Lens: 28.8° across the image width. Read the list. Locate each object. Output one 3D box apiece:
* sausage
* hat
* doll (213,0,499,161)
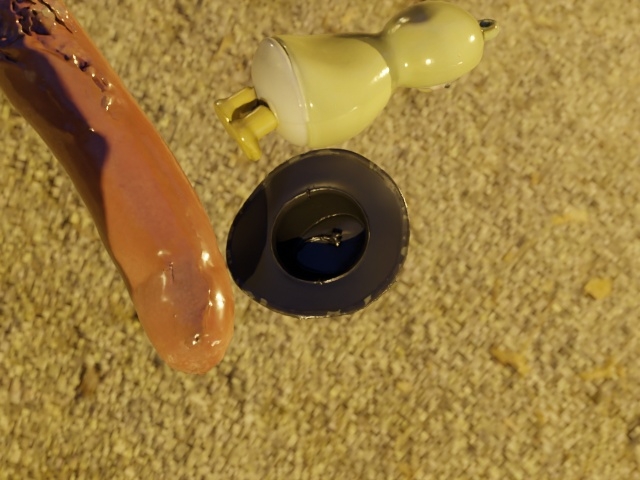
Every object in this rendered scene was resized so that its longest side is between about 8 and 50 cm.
[{"bbox_3d":[-0.134,-0.059,0.732,0.078,0.078,0.304,-29,81,-38],"label":"sausage"},{"bbox_3d":[0.000,0.000,0.802,0.121,0.050,0.121,-3,77,12],"label":"hat"},{"bbox_3d":[0.044,-0.162,1.233,0.296,0.117,0.141,-15,28,-13],"label":"doll"}]
